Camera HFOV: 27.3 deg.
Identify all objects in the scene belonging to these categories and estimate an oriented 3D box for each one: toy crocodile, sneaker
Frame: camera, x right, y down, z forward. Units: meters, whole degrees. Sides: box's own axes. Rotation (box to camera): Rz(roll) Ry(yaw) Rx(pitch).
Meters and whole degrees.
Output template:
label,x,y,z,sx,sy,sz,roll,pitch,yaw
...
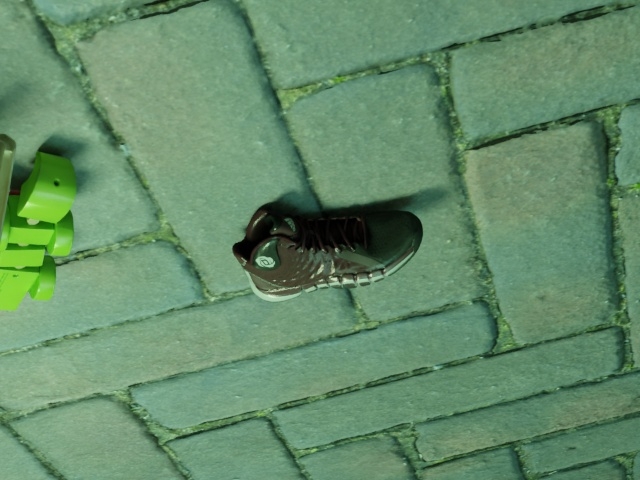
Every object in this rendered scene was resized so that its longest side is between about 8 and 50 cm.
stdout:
label,x,y,z,sx,sy,sz,roll,pitch,yaw
toy crocodile,-0.415,0.002,1.815,0.115,0.105,0.340,4,149,-23
sneaker,0.000,0.000,1.927,0.281,0.106,0.162,-20,144,14

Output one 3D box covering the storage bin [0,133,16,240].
label,x,y,z,sx,sy,sz,roll,pitch,yaw
storage bin,-0.517,-0.034,1.543,0.262,0.260,0.123,13,174,-37
